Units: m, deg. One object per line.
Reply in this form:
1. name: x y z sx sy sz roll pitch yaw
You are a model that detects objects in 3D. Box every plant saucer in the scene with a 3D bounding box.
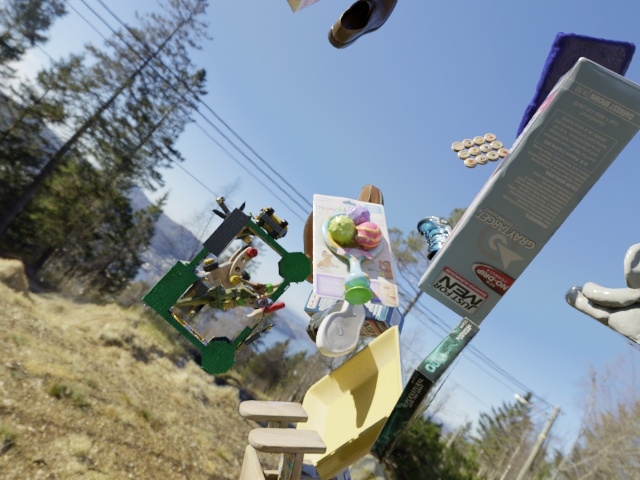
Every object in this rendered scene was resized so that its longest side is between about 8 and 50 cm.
1. plant saucer: 0.082 0.391 0.994 0.081 0.333 0.333 47 17 -6

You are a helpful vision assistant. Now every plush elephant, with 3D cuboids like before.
1. plush elephant: 0.848 0.143 1.078 0.272 0.255 0.330 35 8 11

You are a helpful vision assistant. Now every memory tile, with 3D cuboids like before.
1. memory tile: 0.479 -0.270 1.272 0.012 0.148 0.113 84 -13 -54

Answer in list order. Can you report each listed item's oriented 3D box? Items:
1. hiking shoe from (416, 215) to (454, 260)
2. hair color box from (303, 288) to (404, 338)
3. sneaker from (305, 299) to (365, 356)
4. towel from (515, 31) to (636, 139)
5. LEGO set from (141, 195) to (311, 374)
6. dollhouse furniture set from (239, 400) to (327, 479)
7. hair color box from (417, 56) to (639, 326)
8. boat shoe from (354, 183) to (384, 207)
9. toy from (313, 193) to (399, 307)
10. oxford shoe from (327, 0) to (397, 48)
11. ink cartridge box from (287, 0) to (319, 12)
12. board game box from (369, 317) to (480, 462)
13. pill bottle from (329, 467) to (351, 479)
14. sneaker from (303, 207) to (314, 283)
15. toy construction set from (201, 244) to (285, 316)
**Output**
1. hiking shoe: 0.418 0.009 1.503 0.304 0.132 0.113 49 -21 54
2. hair color box: 0.128 0.286 1.640 0.347 0.105 0.174 2 -36 33
3. sneaker: 0.020 0.248 1.125 0.105 0.147 0.296 55 22 0
4. towel: 0.724 -0.424 1.231 0.227 0.308 0.076 8 32 -2
5. LEGO set: -0.185 0.089 0.873 0.255 0.331 0.192 34 -9 -6
6. dollhouse furniture set: -0.088 0.332 0.482 0.161 0.212 0.242 11 1 -20
7. hair color box: 0.311 -0.066 0.661 0.113 0.374 0.185 34 23 13
8. boat shoe: 0.102 -0.031 1.314 0.120 0.324 0.122 24 -18 -20
9. toy: 0.059 -0.005 0.709 0.136 0.237 0.056 9 -42 -10
10. oxford shoe: 0.124 -0.573 1.067 0.083 0.227 0.096 46 -13 -9
11. ink cartridge box: 0.012 -0.659 0.937 0.168 0.232 0.171 59 -16 -11
12. board game box: 0.133 0.196 0.553 0.026 0.126 0.186 36 -49 26
13. pill bottle: 0.059 0.879 1.494 0.112 0.112 0.187 154 -74 -80
14. sneaker: 0.000 0.000 1.530 0.108 0.302 0.121 15 21 12
15. toy construction set: -0.302 0.174 1.508 0.309 0.237 0.257 35 -50 45
